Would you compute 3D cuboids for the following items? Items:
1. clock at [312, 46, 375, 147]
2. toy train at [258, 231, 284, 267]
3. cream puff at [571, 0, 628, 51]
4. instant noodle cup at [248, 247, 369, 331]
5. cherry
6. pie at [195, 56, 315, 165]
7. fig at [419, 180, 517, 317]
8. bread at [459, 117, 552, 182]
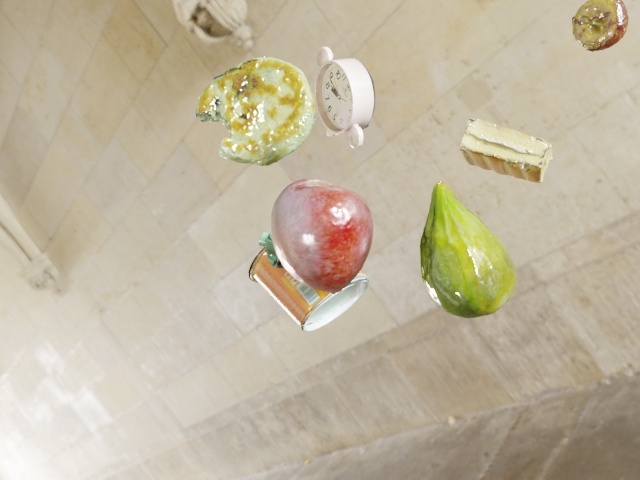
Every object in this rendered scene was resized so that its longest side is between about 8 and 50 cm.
[{"bbox_3d":[0.050,-0.298,1.432,0.063,0.229,0.155,-13,-14,-27],"label":"clock"},{"bbox_3d":[-0.022,0.010,1.714,0.159,0.248,0.101,-61,-15,-46],"label":"toy train"},{"bbox_3d":[0.745,-0.576,1.831,0.084,0.149,0.149,-6,-22,-44],"label":"cream puff"},{"bbox_3d":[-0.020,0.101,1.891,0.296,0.214,0.296,-32,-20,-13],"label":"instant noodle cup"},{"bbox_3d":[-0.005,-0.007,1.426,0.206,0.239,0.239,11,-35,-40],"label":"cherry"},{"bbox_3d":[-0.154,-0.326,1.722,0.302,0.302,0.067,-37,-15,-7],"label":"pie"},{"bbox_3d":[0.239,0.033,1.219,0.167,0.233,0.167,-34,-19,-14],"label":"fig"},{"bbox_3d":[0.528,-0.252,1.948,0.246,0.239,0.111,13,-84,-69],"label":"bread"}]
